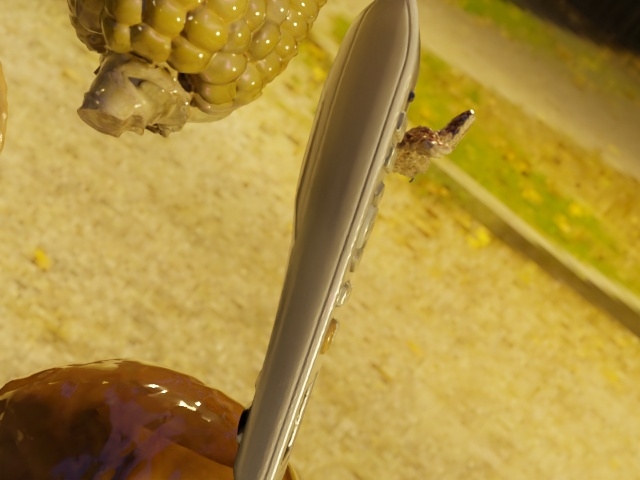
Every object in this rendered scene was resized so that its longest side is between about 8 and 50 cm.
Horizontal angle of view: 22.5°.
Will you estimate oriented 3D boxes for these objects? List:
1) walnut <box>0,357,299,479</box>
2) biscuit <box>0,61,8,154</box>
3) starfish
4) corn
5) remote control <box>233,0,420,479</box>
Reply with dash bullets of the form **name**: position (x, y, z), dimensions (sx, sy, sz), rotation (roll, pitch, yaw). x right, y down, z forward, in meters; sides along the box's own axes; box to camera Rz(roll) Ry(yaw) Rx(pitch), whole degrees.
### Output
- **walnut**: position (-0.153, 0.262, 1.111), dimensions (0.308, 0.354, 0.398), rotation (14, -19, 6)
- **biscuit**: position (-0.571, -0.137, 1.894), dimensions (0.429, 0.446, 0.104), rotation (21, 7, 15)
- **starfish**: position (0.069, -0.067, 1.352), dimensions (0.053, 0.150, 0.210), rotation (62, -15, -5)
- **corn**: position (-0.020, -0.200, 0.832), dimensions (0.130, 0.347, 0.130), rotation (29, -12, 7)
- **remote control**: position (0.000, 0.000, 0.969), dimensions (0.055, 0.313, 0.109), rotation (18, 0, 3)
